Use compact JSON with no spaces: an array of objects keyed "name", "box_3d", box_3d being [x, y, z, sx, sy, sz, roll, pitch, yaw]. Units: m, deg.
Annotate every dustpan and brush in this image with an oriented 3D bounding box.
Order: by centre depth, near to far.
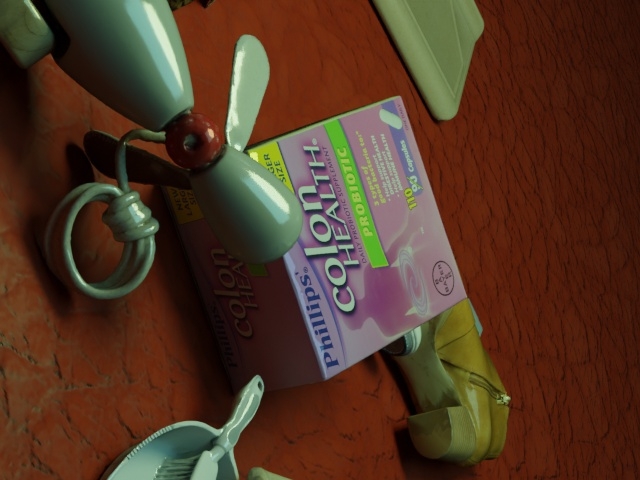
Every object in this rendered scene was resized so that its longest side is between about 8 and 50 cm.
[{"name":"dustpan and brush","box_3d":[-0.098,0.186,1.209,0.147,0.060,0.211,60,29,-26]}]

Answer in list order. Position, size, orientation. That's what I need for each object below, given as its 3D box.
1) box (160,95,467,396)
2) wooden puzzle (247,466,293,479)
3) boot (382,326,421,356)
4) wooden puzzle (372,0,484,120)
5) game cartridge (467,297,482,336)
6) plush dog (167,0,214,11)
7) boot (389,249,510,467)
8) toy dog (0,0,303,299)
[{"name":"box","box_3d":[0.000,0.000,1.383,0.243,0.117,0.214,-24,97,-48]},{"name":"wooden puzzle","box_3d":[0.035,0.386,1.285,0.348,0.080,0.322,34,54,-54]},{"name":"boot","box_3d":[0.034,0.067,1.544,0.190,0.069,0.086,54,38,-19]},{"name":"wooden puzzle","box_3d":[0.143,-0.308,1.997,0.221,0.044,0.239,59,34,-28]},{"name":"game cartridge","box_3d":[0.181,0.110,1.851,0.056,0.017,0.083,60,29,-18]},{"name":"plush dog","box_3d":[-0.118,-0.364,1.406,0.225,0.210,0.262,58,-1,0]},{"name":"boot","box_3d":[0.145,0.114,1.701,0.211,0.104,0.295,11,70,-67]},{"name":"toy dog","box_3d":[-0.148,-0.132,1.192,0.161,0.220,0.334,-131,-155,-75]}]
